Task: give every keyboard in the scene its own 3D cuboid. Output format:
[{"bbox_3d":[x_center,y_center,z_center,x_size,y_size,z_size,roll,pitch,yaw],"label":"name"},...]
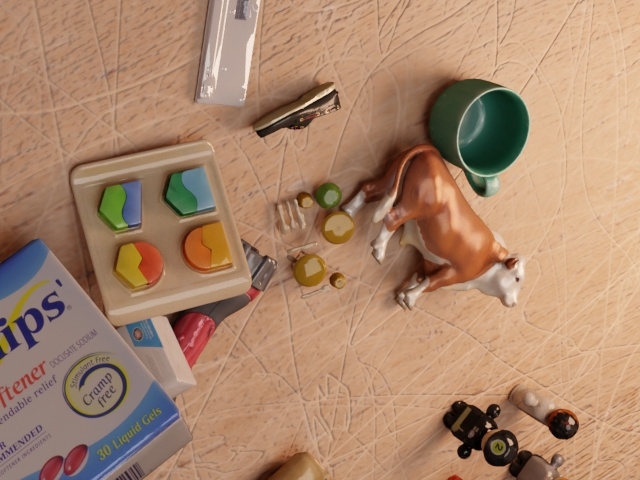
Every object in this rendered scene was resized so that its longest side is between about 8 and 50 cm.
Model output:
[{"bbox_3d":[-0.111,-0.299,1.705,0.072,0.014,0.256,-1,109,-35],"label":"keyboard"}]

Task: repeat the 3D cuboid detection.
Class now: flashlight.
[{"bbox_3d":[-0.173,0.133,1.766,0.304,0.103,0.103,-59,148,-4],"label":"flashlight"}]

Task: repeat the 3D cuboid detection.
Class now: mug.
[{"bbox_3d":[0.215,-0.153,1.895,0.129,0.097,0.157,17,99,-34],"label":"mug"}]

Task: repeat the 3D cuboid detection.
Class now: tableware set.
[{"bbox_3d":[0.000,0.000,1.858,0.104,0.024,0.154,-18,107,-7],"label":"tableware set"}]

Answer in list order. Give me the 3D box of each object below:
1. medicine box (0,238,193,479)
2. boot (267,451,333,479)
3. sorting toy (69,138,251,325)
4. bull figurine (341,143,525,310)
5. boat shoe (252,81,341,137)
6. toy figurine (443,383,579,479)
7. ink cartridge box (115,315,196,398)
[{"bbox_3d":[-0.345,0.197,1.575,0.263,0.289,0.149,-38,164,-13],"label":"medicine box"},{"bbox_3d":[-0.114,0.399,1.921,0.269,0.089,0.236,-40,133,-12],"label":"boot"},{"bbox_3d":[-0.200,-0.013,1.680,0.193,0.038,0.208,-14,85,-19],"label":"sorting toy"},{"bbox_3d":[0.170,0.003,1.923,0.188,0.101,0.310,-39,118,-5],"label":"bull figurine"},{"bbox_3d":[-0.029,-0.167,1.776,0.133,0.049,0.042,-29,112,-23],"label":"boat shoe"},{"bbox_3d":[0.310,0.349,2.106,0.210,0.148,0.213,-11,113,-27],"label":"toy figurine"},{"bbox_3d":[-0.264,0.181,1.710,0.180,0.104,0.060,-31,162,12],"label":"ink cartridge box"}]
